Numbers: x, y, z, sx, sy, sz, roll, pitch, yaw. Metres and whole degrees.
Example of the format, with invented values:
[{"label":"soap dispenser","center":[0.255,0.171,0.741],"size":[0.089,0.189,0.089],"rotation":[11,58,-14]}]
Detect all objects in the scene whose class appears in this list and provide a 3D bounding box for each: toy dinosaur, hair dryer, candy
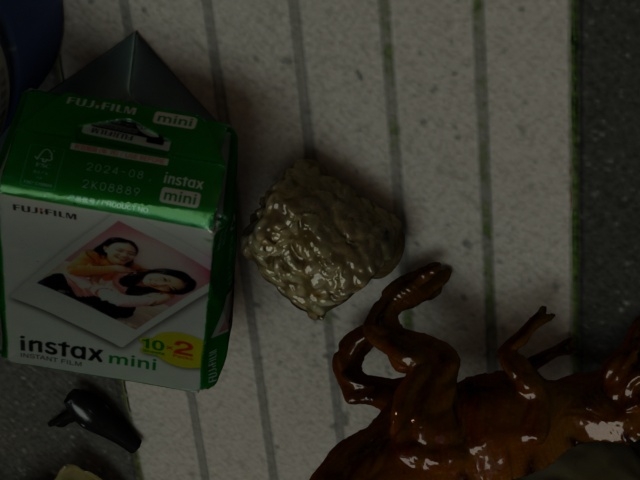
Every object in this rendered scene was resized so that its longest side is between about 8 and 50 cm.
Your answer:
[{"label":"toy dinosaur","center":[0.063,0.135,1.404],"size":[0.432,0.208,0.097],"rotation":[-28,148,0]},{"label":"hair dryer","center":[-0.205,0.161,1.680],"size":[0.079,0.031,0.083],"rotation":[43,147,-24]},{"label":"candy","center":[0.000,0.000,1.394],"size":[0.110,0.095,0.085],"rotation":[44,136,-7]}]

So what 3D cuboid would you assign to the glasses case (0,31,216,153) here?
[{"label":"glasses case","center":[-0.200,-0.052,1.473],"size":[0.266,0.056,0.105],"rotation":[-29,111,40]}]

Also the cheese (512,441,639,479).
[{"label":"cheese","center":[0.171,0.274,1.526],"size":[0.318,0.115,0.326],"rotation":[3,128,23]}]

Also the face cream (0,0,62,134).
[{"label":"face cream","center":[-0.338,-0.133,1.357],"size":[0.249,0.225,0.249],"rotation":[12,130,15]}]

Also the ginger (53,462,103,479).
[{"label":"ginger","center":[-0.213,0.293,1.753],"size":[0.193,0.115,0.122],"rotation":[45,154,-24]}]

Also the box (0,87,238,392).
[{"label":"box","center":[-0.149,0.006,1.419],"size":[0.180,0.103,0.250],"rotation":[10,143,1]}]
